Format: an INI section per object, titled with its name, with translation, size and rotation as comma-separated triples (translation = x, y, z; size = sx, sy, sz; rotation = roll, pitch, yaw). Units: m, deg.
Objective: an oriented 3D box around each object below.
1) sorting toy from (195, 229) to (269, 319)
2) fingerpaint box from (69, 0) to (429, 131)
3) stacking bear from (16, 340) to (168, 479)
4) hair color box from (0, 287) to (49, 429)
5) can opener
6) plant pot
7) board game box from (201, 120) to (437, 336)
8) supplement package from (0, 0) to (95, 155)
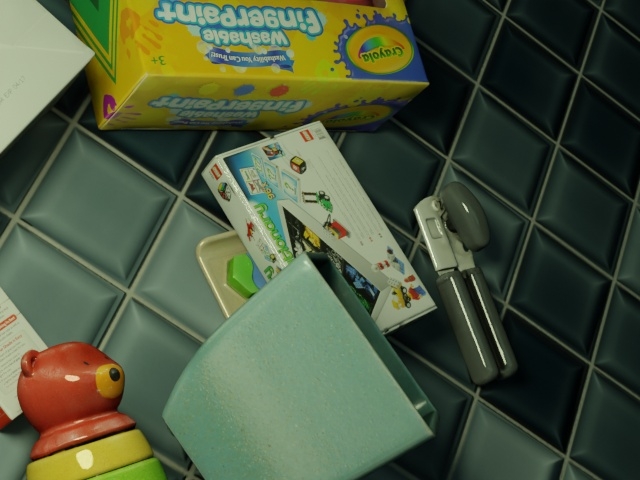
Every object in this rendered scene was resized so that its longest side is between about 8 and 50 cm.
[sorting toy]
translation = -0.044, 0.072, 1.875
size = 0.193, 0.038, 0.208
rotation = -16, 77, -38
[fingerpaint box]
translation = -0.110, -0.345, 1.962
size = 0.444, 0.163, 0.371
rotation = -2, 68, -34
[stacking bear]
translation = -0.243, 0.249, 1.553
size = 0.175, 0.164, 0.289
rotation = -8, 78, -57
[hair color box]
translation = -0.374, 0.119, 1.623
size = 0.093, 0.053, 0.167
rotation = -39, 93, -39
[can opener]
translation = 0.213, 0.057, 2.017
size = 0.076, 0.095, 0.284
rotation = -9, 72, -36
[plant pot]
translation = -0.035, 0.185, 1.669
size = 0.252, 0.247, 0.248
rotation = -36, 86, 4
[board game box]
translation = 0.000, 0.000, 1.891
size = 0.193, 0.053, 0.305
rotation = -22, 75, -39
[supplement package]
translation = -0.434, -0.179, 1.673
size = 0.204, 0.145, 0.262
rotation = 42, 50, -9
